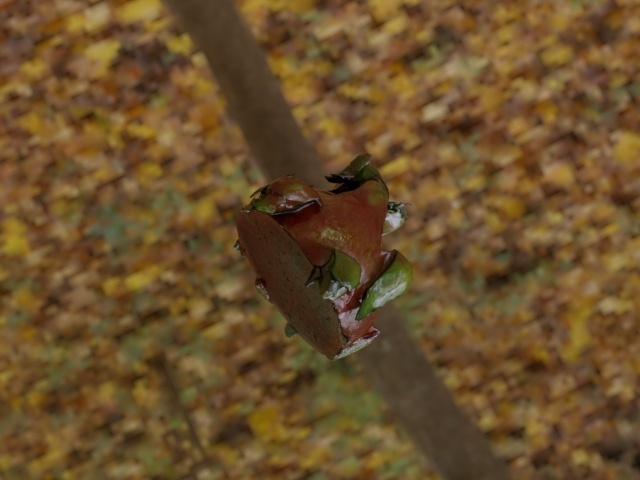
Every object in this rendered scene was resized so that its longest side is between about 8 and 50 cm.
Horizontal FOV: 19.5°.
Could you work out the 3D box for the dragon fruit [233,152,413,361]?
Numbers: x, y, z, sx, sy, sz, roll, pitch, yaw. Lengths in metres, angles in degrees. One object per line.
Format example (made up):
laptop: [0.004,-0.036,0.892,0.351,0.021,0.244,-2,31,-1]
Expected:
dragon fruit: [0.000,0.000,1.201,0.142,0.138,0.175,13,-141,29]
